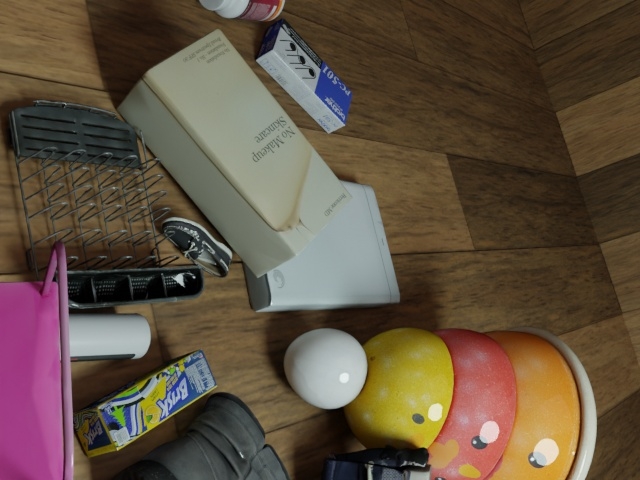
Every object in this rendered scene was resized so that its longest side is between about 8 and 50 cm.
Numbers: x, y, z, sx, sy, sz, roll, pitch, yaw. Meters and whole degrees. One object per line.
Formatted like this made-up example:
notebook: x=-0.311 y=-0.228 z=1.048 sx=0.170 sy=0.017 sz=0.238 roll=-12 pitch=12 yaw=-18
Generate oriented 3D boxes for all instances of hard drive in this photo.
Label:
hard drive: x=0.000 y=0.000 z=1.221 sx=0.353 sy=0.047 sz=0.233 roll=5 pitch=68 yaw=-51

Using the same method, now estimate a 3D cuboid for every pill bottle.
pill bottle: x=-0.135 y=-0.421 z=1.232 sx=0.152 sy=0.086 sz=0.086 roll=-20 pitch=89 yaw=-55

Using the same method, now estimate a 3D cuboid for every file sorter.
file sorter: x=-0.333 y=0.107 z=0.521 sx=0.290 sy=0.182 sz=0.202 roll=0 pitch=69 yaw=-25

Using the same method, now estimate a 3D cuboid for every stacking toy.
stacking toy: x=0.151 y=0.255 z=1.142 sx=0.479 sy=0.350 sz=0.351 roll=20 pitch=55 yaw=-24

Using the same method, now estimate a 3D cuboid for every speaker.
speaker: x=-0.262 y=0.108 z=0.813 sx=0.136 sy=0.055 sz=0.055 roll=8 pitch=66 yaw=-51

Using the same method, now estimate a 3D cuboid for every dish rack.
dish rack: x=-0.263 y=-0.046 z=0.878 sx=0.208 sy=0.074 sz=0.272 roll=1 pitch=71 yaw=-53

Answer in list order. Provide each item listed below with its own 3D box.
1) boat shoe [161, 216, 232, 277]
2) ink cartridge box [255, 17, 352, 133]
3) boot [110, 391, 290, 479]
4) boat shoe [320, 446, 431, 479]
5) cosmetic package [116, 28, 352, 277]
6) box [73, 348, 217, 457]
boat shoe: x=-0.170 y=0.011 z=0.995 sx=0.125 sy=0.046 sz=0.038 roll=42 pitch=37 yaw=-44
ink cartridge box: x=-0.026 y=-0.304 z=1.348 sx=0.207 sy=0.046 sz=0.097 roll=42 pitch=44 yaw=-33
boot: x=-0.092 y=0.365 z=0.856 sx=0.222 sy=0.118 sz=0.338 roll=-26 pitch=97 yaw=-60
boat shoe: x=0.067 y=0.456 z=1.008 sx=0.127 sy=0.158 sz=0.341 roll=43 pitch=50 yaw=-75
cosmetic package: x=-0.117 y=-0.121 z=1.021 sx=0.309 sy=0.113 sz=0.160 roll=50 pitch=50 yaw=-9
box: x=-0.202 y=0.187 z=0.845 sx=0.169 sy=0.059 sz=0.054 roll=-24 pitch=91 yaw=-55
